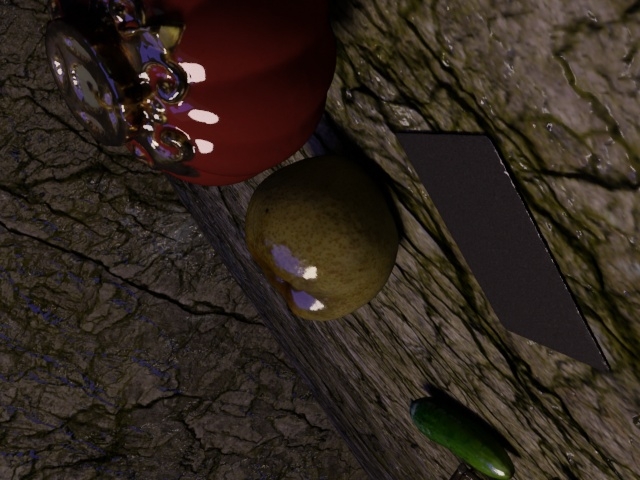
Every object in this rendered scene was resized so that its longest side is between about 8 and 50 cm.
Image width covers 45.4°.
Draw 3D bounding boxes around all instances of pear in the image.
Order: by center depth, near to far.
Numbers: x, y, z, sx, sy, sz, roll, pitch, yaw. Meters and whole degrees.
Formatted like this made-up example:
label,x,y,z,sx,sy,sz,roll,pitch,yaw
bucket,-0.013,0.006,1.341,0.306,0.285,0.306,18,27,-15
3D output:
label,x,y,z,sx,sy,sz,roll,pitch,yaw
pear,-0.001,-0.004,0.777,0.167,0.136,0.167,45,165,15

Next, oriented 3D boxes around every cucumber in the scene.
label,x,y,z,sx,sy,sz,roll,pitch,yaw
cucumber,0.173,0.250,1.014,0.056,0.056,0.250,58,164,-19

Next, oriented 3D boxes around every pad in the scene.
label,x,y,z,sx,sy,sz,roll,pitch,yaw
pad,0.139,0.005,0.601,0.211,0.003,0.143,58,167,-19

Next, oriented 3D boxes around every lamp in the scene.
label,x,y,z,sx,sy,sz,roll,pitch,yaw
lamp,-0.086,-0.152,0.558,0.227,0.227,0.227,50,167,16

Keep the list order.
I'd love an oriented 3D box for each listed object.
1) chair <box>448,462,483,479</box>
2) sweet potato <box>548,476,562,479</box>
label,x,y,z,sx,sy,sz,roll,pitch,yaw
chair,0.201,0.402,1.044,0.141,0.154,0.260,36,172,20
sweet potato,0.304,0.352,0.774,0.244,0.077,0.077,53,168,20
